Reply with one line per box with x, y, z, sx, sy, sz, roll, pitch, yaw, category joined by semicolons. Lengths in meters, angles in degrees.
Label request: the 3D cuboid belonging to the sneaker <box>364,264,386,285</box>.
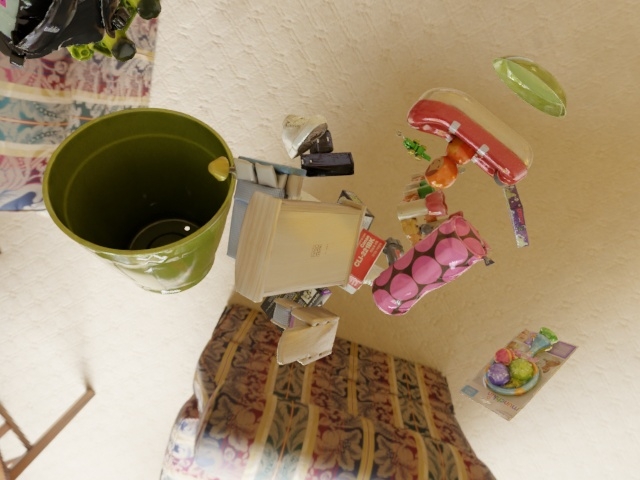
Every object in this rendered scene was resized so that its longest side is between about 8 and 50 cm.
0.197;0.175;1.902;0.292;0.169;0.108;34;133;-5;sneaker

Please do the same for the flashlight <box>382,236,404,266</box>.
0.322;0.094;1.763;0.103;0.304;0.103;-24;117;12;flashlight

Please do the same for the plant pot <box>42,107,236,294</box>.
-0.375;-0.047;1.022;0.366;0.367;0.353;16;149;1;plant pot

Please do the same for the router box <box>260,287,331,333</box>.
-0.069;0.159;1.166;0.133;0.046;0.179;47;115;24;router box

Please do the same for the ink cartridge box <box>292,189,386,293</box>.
0.000;0.000;1.049;0.272;0.197;0.114;31;77;5;ink cartridge box

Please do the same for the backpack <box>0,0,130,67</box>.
-0.261;-0.278;0.420;0.115;0.152;0.182;42;138;-9;backpack

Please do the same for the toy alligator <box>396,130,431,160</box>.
0.336;-0.350;1.622;0.189;0.051;0.056;31;83;-27;toy alligator

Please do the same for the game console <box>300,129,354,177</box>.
0.019;-0.374;1.829;0.213;0.362;0.044;-3;130;-3;game console

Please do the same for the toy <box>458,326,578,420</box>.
0.420;0.264;0.942;0.237;0.136;0.056;-31;110;-20;toy

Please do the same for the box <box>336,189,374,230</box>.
0.103;-0.042;1.811;0.060;0.216;0.270;9;119;-29;box

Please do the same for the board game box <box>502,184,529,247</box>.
0.769;-0.164;1.755;0.056;0.347;0.208;-10;132;19;board game box

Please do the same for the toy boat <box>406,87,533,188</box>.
0.245;-0.159;0.782;0.231;0.151;0.151;42;101;9;toy boat

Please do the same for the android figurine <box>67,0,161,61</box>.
-0.382;-0.443;0.758;0.248;0.056;0.273;-45;71;21;android figurine

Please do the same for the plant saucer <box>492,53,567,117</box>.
0.567;-0.421;1.168;0.241;0.241;0.037;39;106;-6;plant saucer

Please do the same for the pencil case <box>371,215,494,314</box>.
0.188;0.052;0.760;0.209;0.098;0.095;-41;57;34;pencil case

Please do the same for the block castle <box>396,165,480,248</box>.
0.442;-0.087;1.582;0.212;0.453;0.303;-12;109;24;block castle

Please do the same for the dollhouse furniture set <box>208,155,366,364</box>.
-0.124;0.014;0.715;0.303;0.198;0.287;22;105;38;dollhouse furniture set

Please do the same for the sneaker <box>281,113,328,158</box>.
-0.069;-0.346;1.356;0.105;0.290;0.123;-31;95;-19;sneaker
